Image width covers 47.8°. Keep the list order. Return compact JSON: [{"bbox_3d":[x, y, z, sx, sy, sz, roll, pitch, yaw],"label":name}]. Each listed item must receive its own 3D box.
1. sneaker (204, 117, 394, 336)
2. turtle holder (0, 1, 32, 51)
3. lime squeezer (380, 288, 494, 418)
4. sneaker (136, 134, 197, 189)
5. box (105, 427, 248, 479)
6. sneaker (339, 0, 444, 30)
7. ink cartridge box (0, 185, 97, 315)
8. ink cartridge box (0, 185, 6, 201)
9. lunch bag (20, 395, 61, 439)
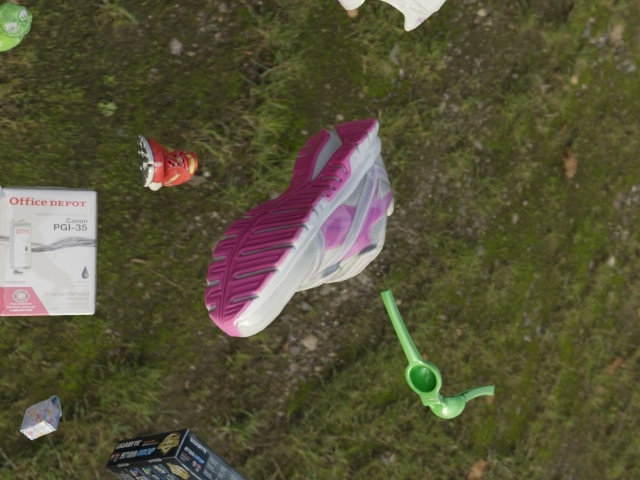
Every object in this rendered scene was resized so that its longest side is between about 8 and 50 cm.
[{"bbox_3d":[0.000,0.000,0.656,0.252,0.103,0.111,-51,122,-30],"label":"sneaker"},{"bbox_3d":[-0.795,-0.447,1.491,0.320,0.227,0.243,30,68,-6],"label":"turtle holder"},{"bbox_3d":[0.179,0.198,1.083,0.310,0.059,0.110,42,65,-32],"label":"lime squeezer"},{"bbox_3d":[-0.325,-0.170,1.548,0.118,0.279,0.107,-7,92,-5],"label":"sneaker"},{"bbox_3d":[-0.195,0.379,1.107,0.220,0.175,0.051,49,43,-25],"label":"box"},{"bbox_3d":[0.019,-0.347,0.803,0.305,0.152,0.114,30,37,-9],"label":"sneaker"},{"bbox_3d":[-0.614,0.021,1.633,0.207,0.117,0.283,1,94,-16],"label":"ink cartridge box"},{"bbox_3d":[-0.537,-0.020,0.882,0.237,0.172,0.100,-64,144,-47],"label":"ink cartridge box"},{"bbox_3d":[-0.624,0.395,1.623,0.071,0.083,0.053,-24,128,12],"label":"lunch bag"}]
